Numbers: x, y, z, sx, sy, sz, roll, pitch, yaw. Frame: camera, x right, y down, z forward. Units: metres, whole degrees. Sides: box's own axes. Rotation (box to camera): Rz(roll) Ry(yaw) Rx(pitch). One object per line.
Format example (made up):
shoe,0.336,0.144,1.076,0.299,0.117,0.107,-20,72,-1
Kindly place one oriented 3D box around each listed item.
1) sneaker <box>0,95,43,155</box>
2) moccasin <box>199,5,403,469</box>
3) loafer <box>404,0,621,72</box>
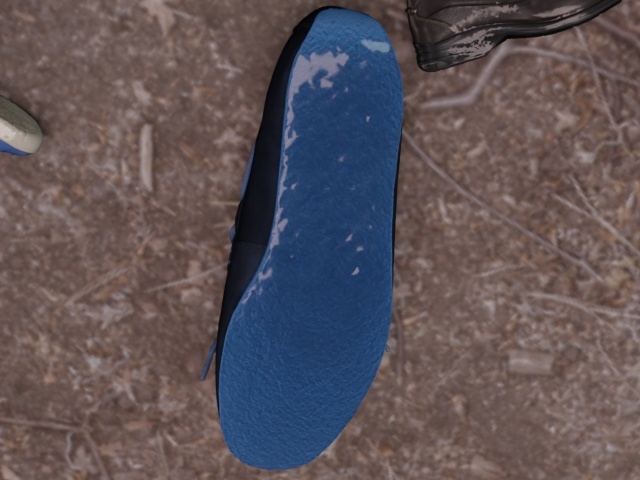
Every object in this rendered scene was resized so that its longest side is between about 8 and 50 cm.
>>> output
sneaker,-0.286,-0.079,0.932,0.152,0.058,0.085,26,104,-1
moccasin,0.000,0.000,0.919,0.137,0.117,0.342,11,107,-14
loafer,0.141,-0.171,0.870,0.170,0.062,0.061,-18,104,9
